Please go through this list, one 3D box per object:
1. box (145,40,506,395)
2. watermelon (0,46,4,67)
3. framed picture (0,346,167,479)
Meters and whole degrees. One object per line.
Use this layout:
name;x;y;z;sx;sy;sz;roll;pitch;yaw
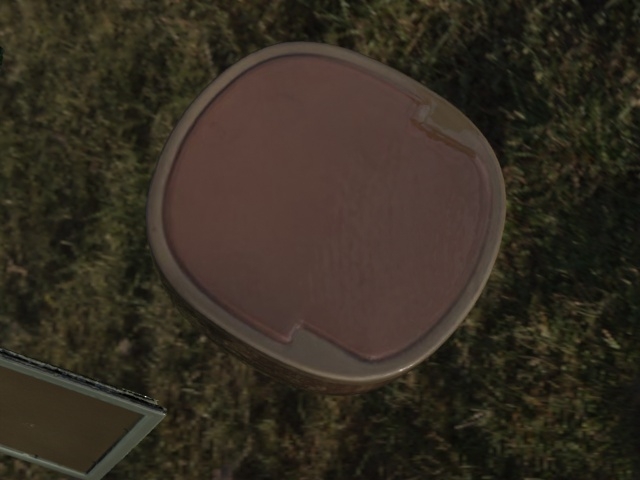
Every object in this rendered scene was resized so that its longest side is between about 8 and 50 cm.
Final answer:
box;0.000;0.000;1.084;0.301;0.216;0.301;1;72;-4
watermelon;-0.487;-0.215;1.467;0.231;0.128;0.146;30;117;1
framed picture;-0.284;0.129;1.008;0.217;0.274;0.017;-43;30;52
